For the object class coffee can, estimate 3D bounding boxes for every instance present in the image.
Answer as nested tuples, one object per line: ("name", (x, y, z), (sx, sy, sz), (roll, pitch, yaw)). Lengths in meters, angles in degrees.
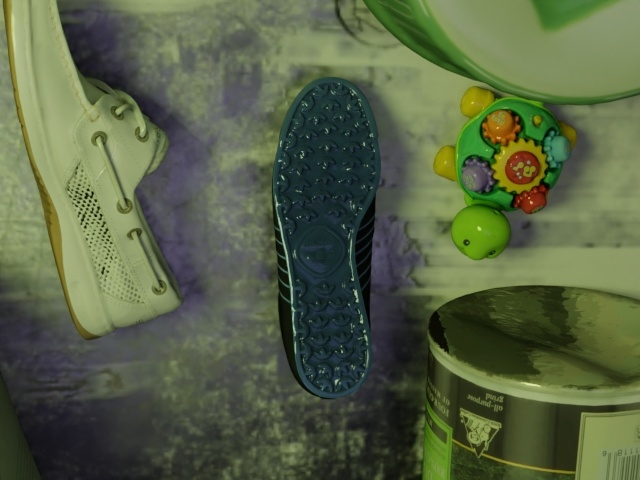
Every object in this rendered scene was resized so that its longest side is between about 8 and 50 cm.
("coffee can", (0.173, 0.195, 1.111), (0.202, 0.201, 0.275), (-1, 108, -8))

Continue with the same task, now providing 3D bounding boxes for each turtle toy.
("turtle toy", (0.135, -0.048, 1.093), (0.095, 0.066, 0.130), (20, 104, -15))

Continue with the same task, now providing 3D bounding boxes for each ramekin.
("ramekin", (0.164, -0.236, 0.989), (0.303, 0.148, 0.303), (-3, 109, -8))

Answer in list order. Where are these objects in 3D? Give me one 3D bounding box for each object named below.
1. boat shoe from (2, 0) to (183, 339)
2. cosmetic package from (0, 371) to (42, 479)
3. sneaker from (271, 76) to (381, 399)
("boat shoe", (-0.154, -0.065, 1.032), (0.096, 0.098, 0.277), (-13, 119, -5))
("cosmetic package", (-0.287, 0.149, 1.012), (0.138, 0.224, 0.224), (-17, 110, -3))
("sneaker", (0.000, 0.000, 1.089), (0.081, 0.090, 0.232), (2, 87, -8))
